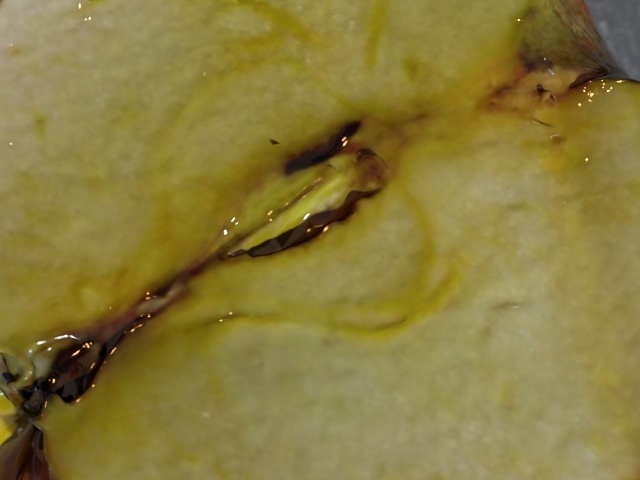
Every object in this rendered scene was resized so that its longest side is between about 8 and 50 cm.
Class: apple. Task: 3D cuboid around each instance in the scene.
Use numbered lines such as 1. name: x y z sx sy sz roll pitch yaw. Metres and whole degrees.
1. apple: 0.000 0.000 0.771 0.365 0.329 0.295 -35 113 -19
